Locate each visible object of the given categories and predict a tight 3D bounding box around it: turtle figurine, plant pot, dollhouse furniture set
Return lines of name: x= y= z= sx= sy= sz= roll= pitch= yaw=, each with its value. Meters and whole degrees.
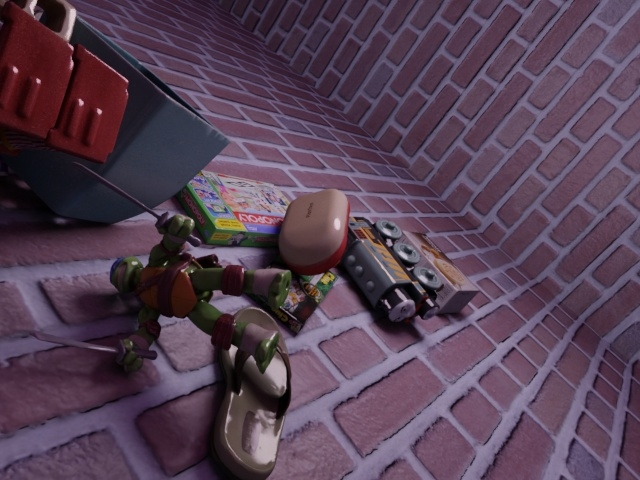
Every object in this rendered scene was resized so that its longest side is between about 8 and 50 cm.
turtle figurine: x=-0.189 y=0.076 z=0.660 sx=0.266 sy=0.274 sz=0.197 roll=13 pitch=65 yaw=9
plant pot: x=-0.349 y=-0.169 z=0.831 sx=0.248 sy=0.252 sz=0.247 roll=41 pitch=4 yaw=12
dollhouse furniture set: x=-0.325 y=-0.286 z=0.599 sx=0.201 sy=0.374 sz=0.152 roll=7 pitch=-10 yaw=29

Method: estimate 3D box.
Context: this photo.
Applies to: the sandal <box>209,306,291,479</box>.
sandal: x=-0.083 y=0.201 z=0.740 sx=0.120 sy=0.086 sz=0.302 roll=27 pitch=25 yaw=-20

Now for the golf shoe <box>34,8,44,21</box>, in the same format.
golf shoe: x=-0.578 y=-0.457 z=1.254 sx=0.273 sy=0.105 sz=0.120 roll=27 pitch=26 yaw=-36

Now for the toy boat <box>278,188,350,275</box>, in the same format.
toy boat: x=0.000 y=0.000 z=1.128 sx=0.231 sy=0.151 sz=0.151 roll=-79 pitch=151 yaw=-54

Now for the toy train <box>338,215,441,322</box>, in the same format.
toy train: x=0.151 y=0.067 z=1.274 sx=0.190 sy=0.142 sz=0.334 roll=-2 pitch=44 yaw=-37

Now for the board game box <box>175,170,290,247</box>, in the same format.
board game box: x=-0.173 y=-0.070 z=1.183 sx=0.317 sy=0.046 sz=0.213 roll=4 pitch=38 yaw=-51

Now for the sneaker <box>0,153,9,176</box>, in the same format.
sneaker: x=-0.539 y=-0.165 z=0.825 sx=0.068 sy=0.071 sz=0.170 roll=8 pitch=36 yaw=-48

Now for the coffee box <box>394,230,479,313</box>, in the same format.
coffee box: x=0.319 y=0.090 z=1.487 sx=0.141 sy=0.098 sz=0.246 roll=8 pitch=36 yaw=-48

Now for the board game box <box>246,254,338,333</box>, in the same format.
board game box: x=-0.053 y=0.090 z=1.069 sx=0.136 sy=0.030 sz=0.260 roll=36 pitch=23 yaw=5
